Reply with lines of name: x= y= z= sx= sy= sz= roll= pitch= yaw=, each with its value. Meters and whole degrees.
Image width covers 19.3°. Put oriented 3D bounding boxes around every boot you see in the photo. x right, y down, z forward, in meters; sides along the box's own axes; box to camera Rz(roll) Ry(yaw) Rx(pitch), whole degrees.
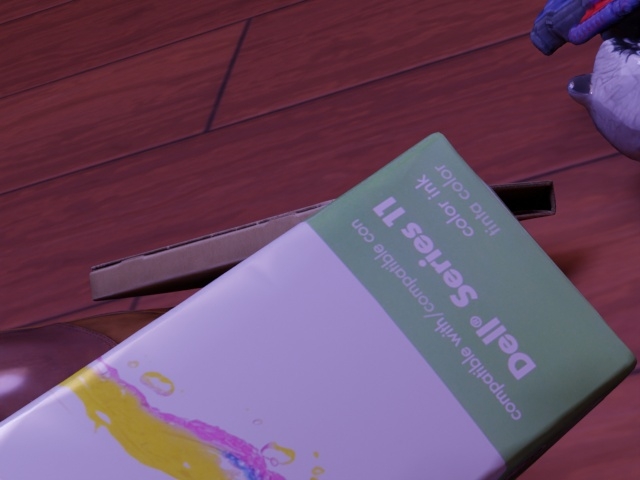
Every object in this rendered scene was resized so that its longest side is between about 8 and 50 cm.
boot: x=-0.107 y=0.055 z=1.007 sx=0.280 sy=0.096 sz=0.264 roll=-21 pitch=-2 yaw=-19

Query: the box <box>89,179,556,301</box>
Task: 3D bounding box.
box: x=0.000 y=0.000 z=1.004 sx=0.164 sy=0.021 sz=0.201 roll=-6 pitch=-6 yaw=-44

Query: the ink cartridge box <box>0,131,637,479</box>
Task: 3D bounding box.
ink cartridge box: x=-0.076 y=0.128 z=0.681 sx=0.353 sy=0.119 sz=0.207 roll=-34 pitch=-12 yaw=-26

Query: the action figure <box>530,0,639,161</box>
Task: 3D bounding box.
action figure: x=0.281 y=-0.151 z=1.033 sx=0.330 sy=0.178 sz=0.341 roll=-35 pitch=1 yaw=-18
